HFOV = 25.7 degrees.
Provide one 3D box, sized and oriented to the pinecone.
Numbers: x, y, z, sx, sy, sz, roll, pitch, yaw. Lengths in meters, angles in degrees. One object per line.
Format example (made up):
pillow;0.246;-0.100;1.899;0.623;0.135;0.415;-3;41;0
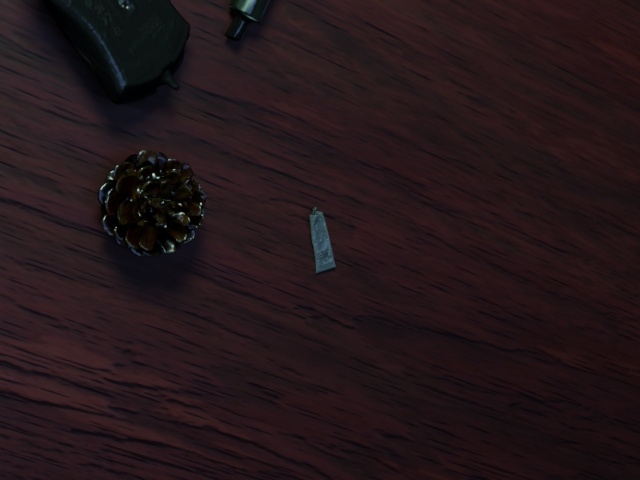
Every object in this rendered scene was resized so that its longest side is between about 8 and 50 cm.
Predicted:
pinecone;-0.209;-0.048;1.774;0.140;0.121;0.140;0;91;-26

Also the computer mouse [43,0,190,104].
computer mouse;-0.264;-0.285;1.732;0.147;0.088;0.264;-46;113;-28

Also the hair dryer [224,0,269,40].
hair dryer;-0.081;-0.422;1.754;0.320;0.155;0.284;32;75;-31

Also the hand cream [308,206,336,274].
hand cream;0.000;0.000;1.921;0.030;0.019;0.093;-17;107;-17
